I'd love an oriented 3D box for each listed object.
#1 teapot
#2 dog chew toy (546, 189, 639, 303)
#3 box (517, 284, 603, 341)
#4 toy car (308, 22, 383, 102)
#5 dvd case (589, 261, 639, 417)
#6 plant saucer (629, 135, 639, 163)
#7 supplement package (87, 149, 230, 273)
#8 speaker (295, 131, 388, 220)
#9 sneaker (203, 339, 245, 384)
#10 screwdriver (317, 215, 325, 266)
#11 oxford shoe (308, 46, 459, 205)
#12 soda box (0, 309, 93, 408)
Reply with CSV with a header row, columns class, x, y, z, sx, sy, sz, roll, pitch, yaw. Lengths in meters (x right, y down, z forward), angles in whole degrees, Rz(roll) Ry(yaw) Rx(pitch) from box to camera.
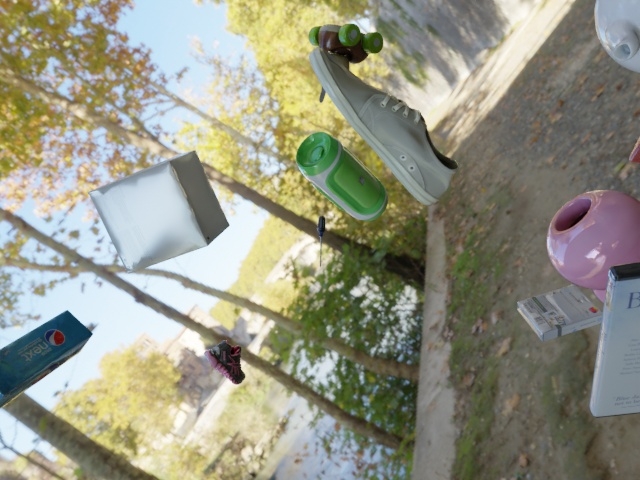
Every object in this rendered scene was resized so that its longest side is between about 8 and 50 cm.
class,x,y,z,sx,sy,sz,roll,pitch,yaw
teapot,0.602,-0.392,0.930,0.187,0.253,0.255,-105,29,-72
dog chew toy,0.625,0.050,1.164,0.206,0.332,0.206,-48,10,11
box,0.693,0.207,1.659,0.186,0.038,0.145,-18,35,-4
toy car,0.049,-0.436,1.441,0.155,0.149,0.188,23,105,51
dvd case,0.420,0.116,0.666,0.022,0.181,0.253,-89,-12,-53
plant saucer,0.973,-0.304,1.479,0.259,0.048,0.258,27,91,49
supplement package,-0.343,-0.065,1.240,0.203,0.194,0.149,-18,14,15
speaker,0.063,-0.161,1.502,0.131,0.131,0.296,-54,-43,0
sneaker,-0.158,0.217,1.029,0.057,0.047,0.119,-43,-38,-10
screwdriver,0.000,0.000,1.545,0.024,0.025,0.169,-15,45,22
oxford shoe,0.151,-0.272,1.285,0.130,0.449,0.169,-39,17,24
soda box,-0.508,0.208,1.006,0.067,0.071,0.210,-49,-2,28
